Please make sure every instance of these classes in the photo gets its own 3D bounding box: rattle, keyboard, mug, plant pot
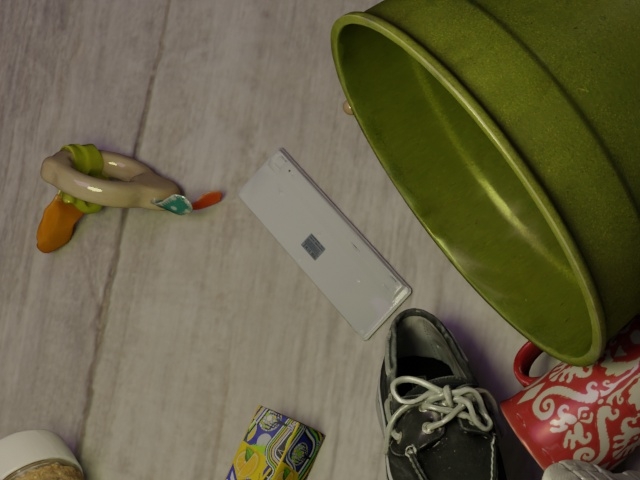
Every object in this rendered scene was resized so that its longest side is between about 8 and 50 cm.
[{"bbox_3d":[-0.220,-0.021,2.030,0.200,0.130,0.142,21,94,11],"label":"rattle"},{"bbox_3d":[0.000,0.000,1.913,0.072,0.014,0.256,-51,52,12],"label":"keyboard"},{"bbox_3d":[0.250,0.124,1.631,0.169,0.113,0.150,-39,72,9],"label":"mug"},{"bbox_3d":[0.259,-0.139,1.591,0.353,0.366,0.366,-36,53,-10],"label":"plant pot"}]

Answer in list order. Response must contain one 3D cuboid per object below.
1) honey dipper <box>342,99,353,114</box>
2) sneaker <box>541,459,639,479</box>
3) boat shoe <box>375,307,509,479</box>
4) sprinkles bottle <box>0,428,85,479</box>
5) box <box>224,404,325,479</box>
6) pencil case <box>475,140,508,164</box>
[{"bbox_3d":[0.091,-0.168,1.911,0.161,0.030,0.030,-20,61,28],"label":"honey dipper"},{"bbox_3d":[0.241,0.234,1.571,0.061,0.158,0.065,46,113,44],"label":"sneaker"},{"bbox_3d":[0.111,0.166,1.636,0.113,0.105,0.306,-1,29,-2],"label":"boat shoe"},{"bbox_3d":[-0.240,0.353,1.854,0.121,0.121,0.355,-46,54,9],"label":"sprinkles bottle"},{"bbox_3d":[-0.063,0.255,1.820,0.059,0.054,0.169,20,83,37],"label":"box"},{"bbox_3d":[0.175,-0.154,1.814,0.098,0.095,0.209,-12,61,47],"label":"pencil case"}]
